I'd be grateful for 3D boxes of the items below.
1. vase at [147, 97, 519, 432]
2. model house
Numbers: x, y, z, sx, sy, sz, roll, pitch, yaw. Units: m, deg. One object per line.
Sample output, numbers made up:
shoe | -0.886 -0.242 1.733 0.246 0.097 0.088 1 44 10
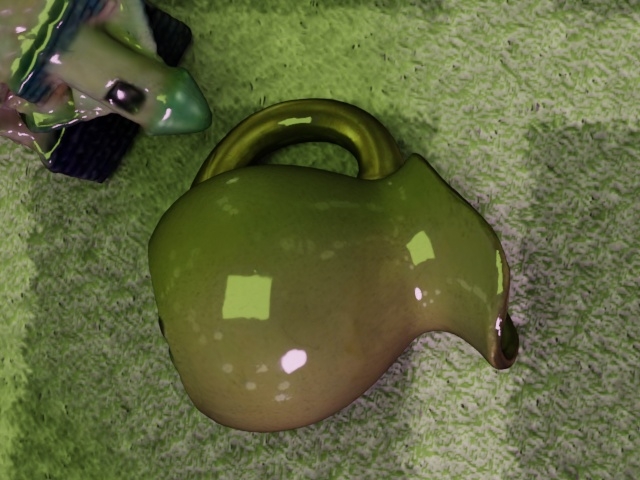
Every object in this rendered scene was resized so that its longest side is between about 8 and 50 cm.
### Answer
vase | 0.000 0.000 1.534 0.302 0.241 0.329 -17 57 2
model house | -0.244 -0.166 1.557 0.284 0.298 0.243 24 98 -21
